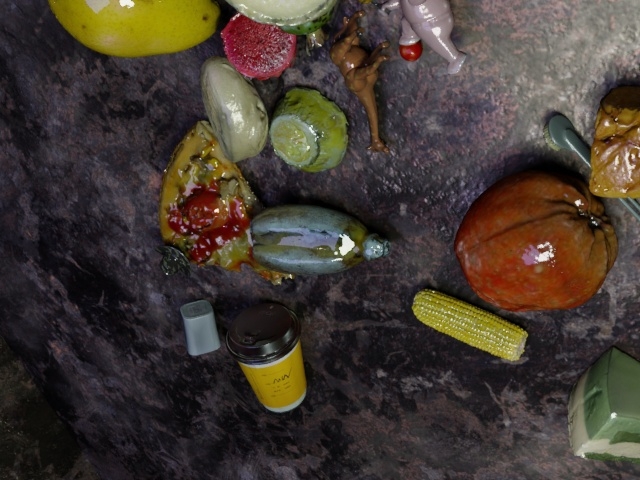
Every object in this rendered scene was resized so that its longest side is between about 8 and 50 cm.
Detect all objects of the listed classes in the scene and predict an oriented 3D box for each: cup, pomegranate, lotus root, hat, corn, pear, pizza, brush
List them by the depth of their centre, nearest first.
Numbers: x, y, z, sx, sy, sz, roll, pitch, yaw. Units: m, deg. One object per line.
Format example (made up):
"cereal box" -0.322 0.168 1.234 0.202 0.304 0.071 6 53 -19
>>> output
"brush" 0.475 -0.107 1.183 0.266 0.062 0.027 45 150 -4
"pomegranate" -0.027 -0.418 1.294 0.122 0.122 0.162 7 135 33
"pear" -0.374 -0.502 1.406 0.336 0.285 0.285 17 143 -28
"corn" 0.309 0.174 1.471 0.248 0.081 0.081 24 130 22
"lotus root" 0.000 0.000 1.542 0.322 0.140 0.158 4 98 14
"pizza" -0.229 -0.034 1.691 0.406 0.130 0.440 35 134 15
"hat" -0.382 0.062 1.798 0.121 0.050 0.121 28 154 15
"cup" -0.125 0.309 1.818 0.196 0.196 0.280 11 133 31
"cup" -0.345 0.239 1.988 0.128 0.095 0.130 -128 30 -56

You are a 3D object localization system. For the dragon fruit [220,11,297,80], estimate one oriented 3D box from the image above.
"dragon fruit" -0.110 -0.390 1.395 0.153 0.111 0.153 0 95 3

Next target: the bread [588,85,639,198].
"bread" 0.496 -0.154 1.062 0.143 0.158 0.149 13 127 35

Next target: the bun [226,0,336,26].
"bun" -0.059 -0.482 1.139 0.259 0.152 0.259 5 132 6

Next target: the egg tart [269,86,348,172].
"egg tart" -0.035 -0.217 1.459 0.197 0.078 0.197 20 132 25

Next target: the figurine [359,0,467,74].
"figurine" 0.143 -0.410 1.140 0.186 0.176 0.287 -10 127 18

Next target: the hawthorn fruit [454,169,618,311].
"hawthorn fruit" 0.370 0.008 1.207 0.261 0.258 0.258 -39 93 17

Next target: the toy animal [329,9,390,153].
"toy animal" 0.088 -0.289 1.320 0.224 0.066 0.230 52 154 9

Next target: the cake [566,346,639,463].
"cake" 0.617 0.369 1.320 0.283 0.172 0.158 33 136 11

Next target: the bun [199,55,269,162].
"bun" -0.175 -0.275 1.468 0.237 0.116 0.210 95 153 -67
